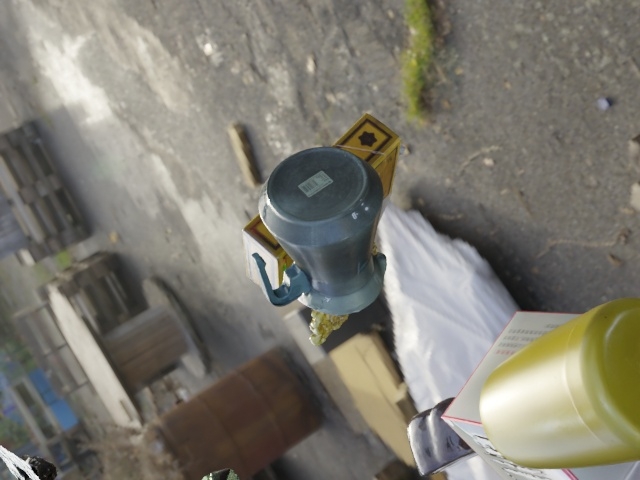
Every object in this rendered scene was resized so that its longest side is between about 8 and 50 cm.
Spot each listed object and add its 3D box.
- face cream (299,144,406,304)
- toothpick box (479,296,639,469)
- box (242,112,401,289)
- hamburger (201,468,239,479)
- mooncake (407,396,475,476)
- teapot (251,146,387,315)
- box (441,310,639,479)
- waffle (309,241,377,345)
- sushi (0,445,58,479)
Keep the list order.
[{"bbox_3d":[0.058,-0.032,1.861,0.102,0.102,0.346,33,106,48],"label":"face cream"},{"bbox_3d":[0.308,0.184,1.161,0.175,0.175,0.271,57,150,5],"label":"toothpick box"},{"bbox_3d":[0.003,-0.052,1.649,0.084,0.301,0.193,40,160,15],"label":"box"},{"bbox_3d":[-0.189,0.548,1.874,0.235,0.125,0.214,-102,-8,-62],"label":"hamburger"},{"bbox_3d":[0.365,0.480,2.499,0.306,0.306,0.154,116,136,-64],"label":"mooncake"},{"bbox_3d":[0.000,0.000,1.396,0.171,0.203,0.225,52,165,38],"label":"teapot"},{"bbox_3d":[0.487,0.343,1.932,0.300,0.312,0.314,47,159,-17],"label":"box"},{"bbox_3d":[0.063,0.104,2.391,0.060,0.307,0.312,29,139,13],"label":"waffle"},{"bbox_3d":[-0.331,0.366,1.316,0.192,0.043,0.280,0,125,56],"label":"sushi"}]
